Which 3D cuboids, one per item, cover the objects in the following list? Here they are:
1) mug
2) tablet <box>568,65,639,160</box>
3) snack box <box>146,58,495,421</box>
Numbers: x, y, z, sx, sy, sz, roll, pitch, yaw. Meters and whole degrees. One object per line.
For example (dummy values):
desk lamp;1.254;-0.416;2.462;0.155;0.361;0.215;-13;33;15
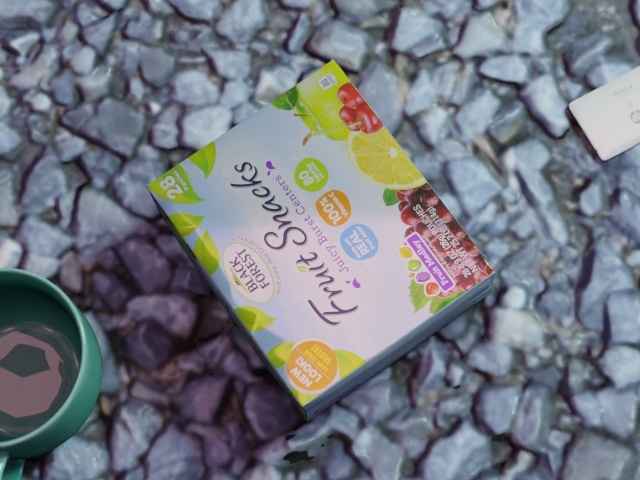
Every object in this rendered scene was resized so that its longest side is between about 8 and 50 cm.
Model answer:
mug;-0.232;0.104;1.207;0.129;0.097;0.158;36;80;12
tablet;0.240;-0.102;1.281;0.083;0.006;0.054;-28;75;-4
snack box;0.000;0.000;1.235;0.174;0.070;0.207;-34;74;-6
